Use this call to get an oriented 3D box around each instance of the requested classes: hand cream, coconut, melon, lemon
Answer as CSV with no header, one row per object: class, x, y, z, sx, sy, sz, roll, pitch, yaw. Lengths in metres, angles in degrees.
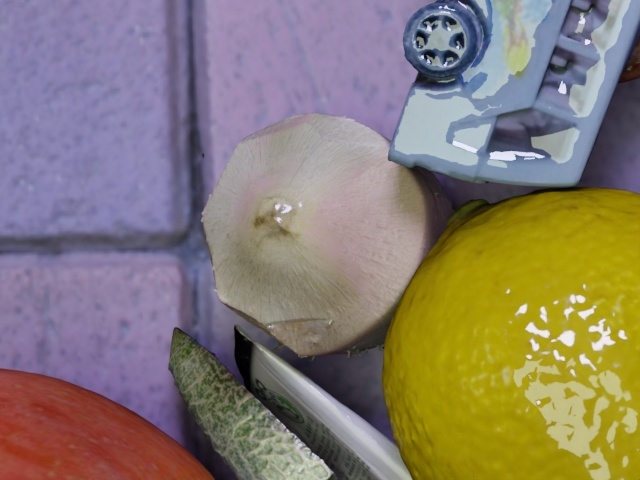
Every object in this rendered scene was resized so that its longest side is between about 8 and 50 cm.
hand cream,0.066,0.183,1.216,0.336,0.121,0.076,39,69,12
coconut,0.000,0.000,1.191,0.170,0.183,0.171,0,89,23
melon,-0.056,0.127,1.260,0.054,0.098,0.182,-45,77,1
lemon,0.176,0.106,1.100,0.245,0.245,0.320,-39,77,16

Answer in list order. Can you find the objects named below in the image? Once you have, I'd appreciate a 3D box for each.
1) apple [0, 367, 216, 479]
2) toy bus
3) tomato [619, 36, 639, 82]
apple,-0.214,0.273,1.186,0.363,0.364,0.364,0,91,19
toy bus,0.147,-0.188,1.087,0.136,0.109,0.330,20,102,6
tomato,0.180,-0.219,1.173,0.236,0.095,0.237,2,95,19
